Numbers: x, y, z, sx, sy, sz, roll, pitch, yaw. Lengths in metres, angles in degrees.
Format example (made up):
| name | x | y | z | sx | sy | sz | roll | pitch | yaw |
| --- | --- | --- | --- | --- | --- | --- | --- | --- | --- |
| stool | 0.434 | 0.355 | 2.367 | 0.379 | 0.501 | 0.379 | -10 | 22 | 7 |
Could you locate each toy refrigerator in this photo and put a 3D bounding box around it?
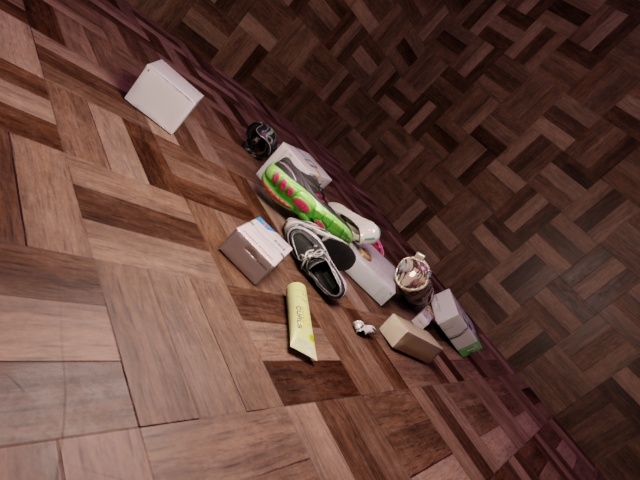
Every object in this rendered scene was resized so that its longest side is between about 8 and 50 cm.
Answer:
| name | x | y | z | sx | sy | sz | roll | pitch | yaw |
| --- | --- | --- | --- | --- | --- | --- | --- | --- | --- |
| toy refrigerator | 0.352 | 0.387 | 1.642 | 0.269 | 0.094 | 0.102 | 32 | 14 | -40 |

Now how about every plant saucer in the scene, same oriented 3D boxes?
| name | x | y | z | sx | sy | sz | roll | pitch | yaw |
| --- | --- | --- | --- | --- | --- | --- | --- | --- | --- |
| plant saucer | 0.200 | 0.057 | 1.873 | 0.083 | 0.015 | 0.083 | 39 | 17 | -15 |

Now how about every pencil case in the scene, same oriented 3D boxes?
| name | x | y | z | sx | sy | sz | roll | pitch | yaw |
| --- | --- | --- | --- | --- | --- | --- | --- | --- | --- |
| pencil case | 0.465 | 0.206 | 2.048 | 0.159 | 0.184 | 0.410 | 39 | -5 | 25 |

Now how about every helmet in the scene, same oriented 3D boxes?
| name | x | y | z | sx | sy | sz | roll | pitch | yaw |
| --- | --- | --- | --- | --- | --- | --- | --- | --- | --- |
| helmet | -0.295 | -0.500 | 2.102 | 0.169 | 0.169 | 0.162 | 38 | 33 | -21 |

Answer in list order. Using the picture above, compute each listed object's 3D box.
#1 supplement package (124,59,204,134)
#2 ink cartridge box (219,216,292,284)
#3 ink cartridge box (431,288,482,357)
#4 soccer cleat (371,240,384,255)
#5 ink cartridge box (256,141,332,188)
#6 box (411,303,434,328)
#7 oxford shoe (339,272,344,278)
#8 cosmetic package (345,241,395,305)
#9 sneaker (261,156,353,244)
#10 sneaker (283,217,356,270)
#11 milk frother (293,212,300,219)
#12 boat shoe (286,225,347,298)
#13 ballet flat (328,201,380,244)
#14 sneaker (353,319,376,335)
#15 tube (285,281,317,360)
| name | x | y | z | sx | sy | sz | roll | pitch | yaw |
| --- | --- | --- | --- | --- | --- | --- | --- | --- | --- |
| supplement package | -0.556 | -0.520 | 1.528 | 0.194 | 0.149 | 0.203 | 38 | 17 | -22 |
| ink cartridge box | -0.181 | 0.024 | 1.228 | 0.148 | 0.086 | 0.203 | 45 | 17 | -1 |
| ink cartridge box | 0.704 | 0.428 | 2.208 | 0.289 | 0.121 | 0.211 | 50 | 21 | -26 |
| soccer cleat | 0.244 | -0.024 | 2.329 | 0.331 | 0.116 | 0.143 | 50 | 17 | 19 |
| ink cartridge box | -0.118 | -0.297 | 1.970 | 0.197 | 0.198 | 0.270 | 50 | 18 | 15 |
| box | 0.525 | 0.379 | 2.126 | 0.067 | 0.063 | 0.324 | 49 | 17 | 14 |
| oxford shoe | 0.001 | 0.103 | 1.550 | 0.212 | 0.076 | 0.076 | 47 | -14 | 18 |
| cosmetic package | 0.217 | 0.112 | 1.969 | 0.284 | 0.097 | 0.377 | 46 | 16 | -3 |
| sneaker | -0.022 | -0.156 | 1.742 | 0.483 | 0.185 | 0.202 | 46 | 46 | -22 |
| sneaker | 0.000 | 0.000 | 1.661 | 0.330 | 0.123 | 0.146 | 32 | 15 | -25 |
| milk frother | -0.054 | -0.123 | 1.920 | 0.134 | 0.129 | 0.143 | 36 | -25 | -29 |
| boat shoe | -0.022 | 0.072 | 1.455 | 0.307 | 0.113 | 0.105 | 59 | 5 | 14 |
| ballet flat | 0.099 | -0.079 | 1.944 | 0.139 | 0.139 | 0.400 | 28 | 1 | -45 |
| sneaker | 0.151 | 0.310 | 1.446 | 0.109 | 0.040 | 0.044 | 27 | 40 | -37 |
| tube | -0.054 | 0.212 | 1.139 | 0.069 | 0.062 | 0.240 | -1 | 35 | -8 |
